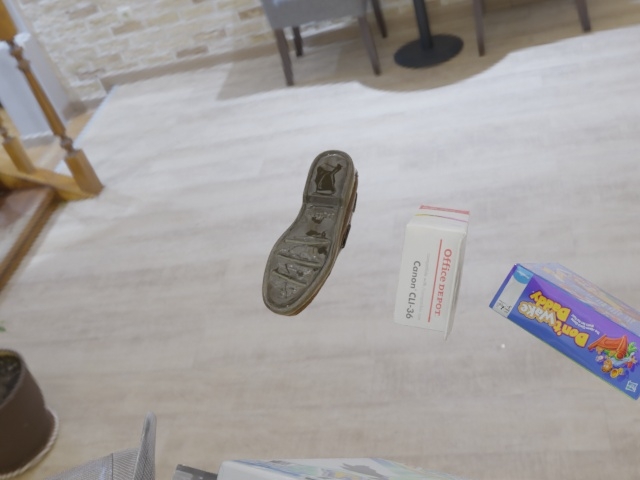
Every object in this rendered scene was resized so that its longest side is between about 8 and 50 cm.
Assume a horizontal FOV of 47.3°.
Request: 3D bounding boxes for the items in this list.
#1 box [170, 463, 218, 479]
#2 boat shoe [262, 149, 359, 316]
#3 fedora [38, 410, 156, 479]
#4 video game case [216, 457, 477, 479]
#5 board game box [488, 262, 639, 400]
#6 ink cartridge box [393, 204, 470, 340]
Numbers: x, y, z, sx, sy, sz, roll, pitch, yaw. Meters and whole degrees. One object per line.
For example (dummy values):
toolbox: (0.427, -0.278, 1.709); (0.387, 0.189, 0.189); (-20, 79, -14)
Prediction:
box: (-0.094, 0.476, 1.178); (0.242, 0.307, 0.076); (9, 54, 16)
boat shoe: (0.000, 0.000, 1.249); (0.110, 0.104, 0.307); (17, 70, 23)
fedora: (-0.210, 0.282, 0.636); (0.124, 0.244, 0.275); (4, 25, -14)
video game case: (0.128, 0.233, 0.622); (0.329, 0.300, 0.036); (3, 77, 30)
board game box: (0.427, 0.127, 1.161); (0.233, 0.347, 0.078); (34, 104, 24)
ink cartridge box: (0.128, 0.031, 0.834); (0.067, 0.115, 0.198); (8, 11, 11)
